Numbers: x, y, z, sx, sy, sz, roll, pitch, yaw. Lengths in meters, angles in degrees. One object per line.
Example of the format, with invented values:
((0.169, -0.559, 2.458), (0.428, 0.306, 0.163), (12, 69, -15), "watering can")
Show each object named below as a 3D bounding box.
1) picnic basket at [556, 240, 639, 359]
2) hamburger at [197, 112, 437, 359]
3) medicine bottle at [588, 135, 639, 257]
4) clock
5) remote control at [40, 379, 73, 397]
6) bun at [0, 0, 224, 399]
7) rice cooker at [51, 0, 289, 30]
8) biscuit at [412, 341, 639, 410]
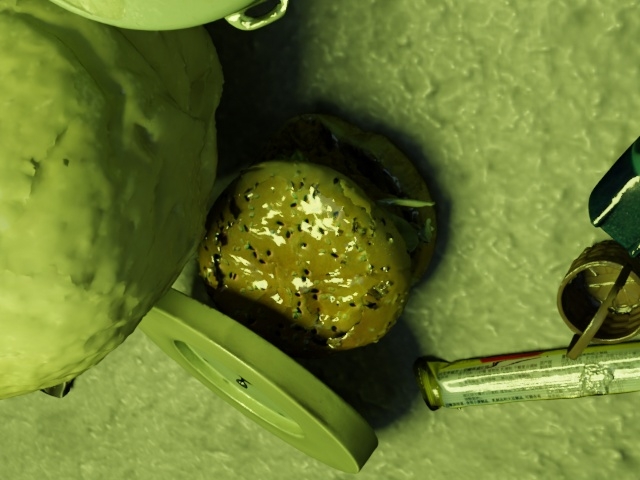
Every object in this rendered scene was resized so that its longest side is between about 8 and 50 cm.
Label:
((0.192, 0.046, 0.711), (0.072, 0.083, 0.072), (13, 122, 23), "picnic basket")
((0.000, 0.000, 0.775), (0.185, 0.113, 0.177), (-15, 108, 35), "hamburger")
((0.299, -0.014, 0.620), (0.258, 0.079, 0.124), (26, 123, 14), "medicine bottle")
((-0.058, 0.110, 0.848), (0.235, 0.029, 0.235), (32, 162, 12), "clock")
((-0.346, 0.102, 1.082), (0.212, 0.028, 0.059), (22, 124, 17), "remote control")
((-0.186, -0.059, 0.719), (0.227, 0.352, 0.349), (7, 114, -11), "bun")
((-0.063, -0.269, 0.552), (0.288, 0.277, 0.288), (14, 122, 24), "rice cooker")
((0.200, 0.096, 0.773), (0.292, 0.026, 0.048), (-10, 107, 33), "biscuit")
